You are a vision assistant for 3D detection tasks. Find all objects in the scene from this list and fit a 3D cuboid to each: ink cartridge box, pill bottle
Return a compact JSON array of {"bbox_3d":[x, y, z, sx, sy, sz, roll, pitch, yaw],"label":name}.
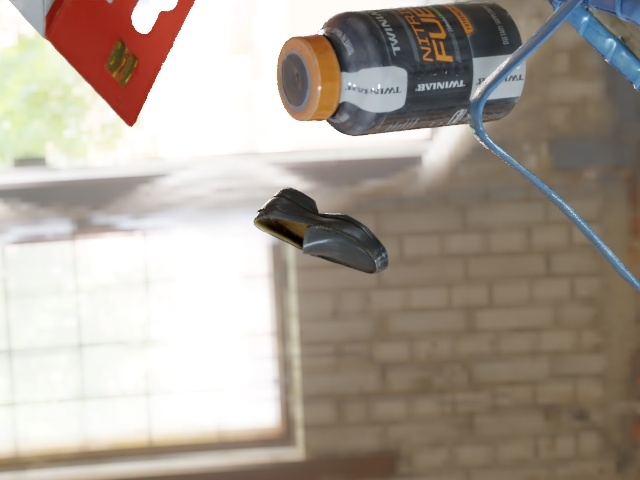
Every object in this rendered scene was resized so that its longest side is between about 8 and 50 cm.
[{"bbox_3d":[-0.202,-0.342,1.757,0.091,0.385,0.308,-6,-131,37],"label":"ink cartridge box"},{"bbox_3d":[0.079,-0.175,1.960,0.246,0.130,0.130,-9,-171,-30],"label":"pill bottle"}]

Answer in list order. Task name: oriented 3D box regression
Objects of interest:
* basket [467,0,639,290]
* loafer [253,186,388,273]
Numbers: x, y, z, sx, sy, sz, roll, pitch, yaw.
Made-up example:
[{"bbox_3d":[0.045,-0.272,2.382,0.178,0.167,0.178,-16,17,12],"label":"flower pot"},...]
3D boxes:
[{"bbox_3d":[0.295,-0.126,1.605,0.289,0.255,0.201,-50,-158,-7],"label":"basket"},{"bbox_3d":[0.000,0.000,2.165,0.170,0.062,0.061,25,-136,31],"label":"loafer"}]
